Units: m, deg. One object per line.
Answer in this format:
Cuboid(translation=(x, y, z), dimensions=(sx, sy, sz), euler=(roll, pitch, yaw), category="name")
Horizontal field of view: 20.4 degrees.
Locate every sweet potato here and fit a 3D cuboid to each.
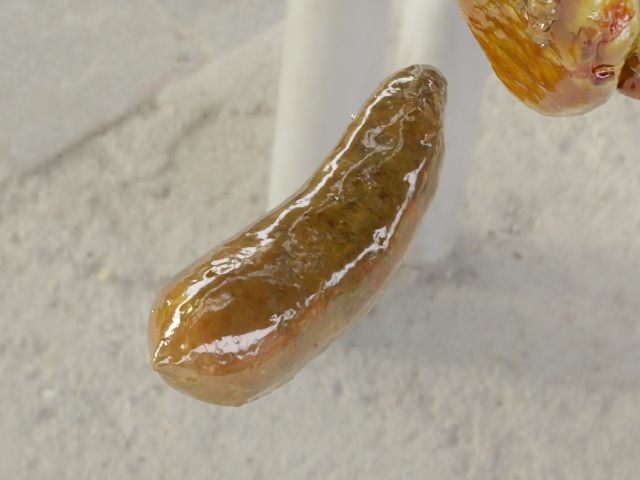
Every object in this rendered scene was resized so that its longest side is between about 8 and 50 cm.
Cuboid(translation=(0.001, 0.001, 1.061), dimensions=(0.097, 0.097, 0.292), euler=(29, 54, 21), category="sweet potato")

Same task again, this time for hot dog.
Cuboid(translation=(0.129, -0.168, 0.894), dimensions=(0.150, 0.256, 0.153), euler=(-42, 37, -12), category="hot dog")
